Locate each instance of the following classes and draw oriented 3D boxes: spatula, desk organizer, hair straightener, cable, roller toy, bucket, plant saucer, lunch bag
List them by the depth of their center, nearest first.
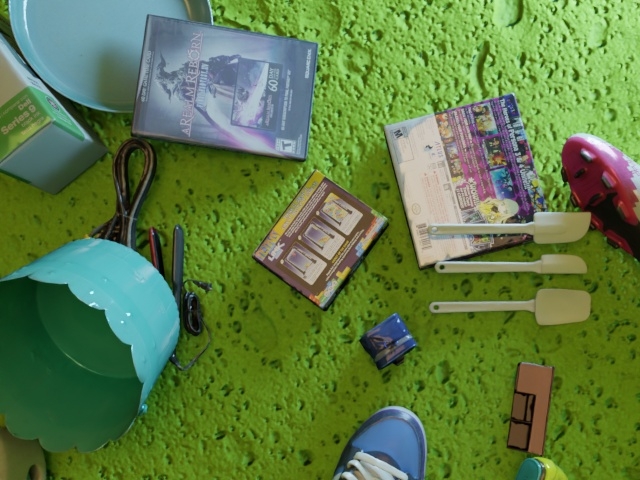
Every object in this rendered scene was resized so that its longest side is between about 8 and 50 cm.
[{"bbox_3d":[-0.345,0.141,1.289,0.281,0.183,0.281,6,113,14],"label":"bucket"},{"bbox_3d":[0.306,0.245,1.324,0.050,0.047,0.130,8,81,9],"label":"desk organizer"},{"bbox_3d":[0.102,0.153,1.333,0.067,0.098,0.065,-33,81,-6],"label":"lunch bag"},{"bbox_3d":[-0.515,0.350,1.338,0.209,0.146,0.191,-30,70,6],"label":"roller toy"},{"bbox_3d":[0.280,0.044,1.346,0.241,0.019,0.168,-2,102,0],"label":"spatula"},{"bbox_3d":[-0.211,0.085,1.400,0.089,0.047,0.231,-8,75,3],"label":"hair straightener"},{"bbox_3d":[-0.316,-0.017,1.402,0.139,0.072,0.287,27,94,16],"label":"cable"},{"bbox_3d":[-0.328,-0.350,1.434,0.317,0.043,0.318,4,79,-21],"label":"plant saucer"}]

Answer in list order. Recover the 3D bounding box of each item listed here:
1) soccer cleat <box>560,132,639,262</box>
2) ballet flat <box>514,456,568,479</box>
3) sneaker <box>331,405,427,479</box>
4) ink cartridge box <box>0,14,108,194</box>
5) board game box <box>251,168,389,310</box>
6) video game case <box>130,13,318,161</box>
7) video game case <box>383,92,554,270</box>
[{"bbox_3d":[0.492,-0.036,1.334,0.143,0.116,0.331,-30,76,-23],"label":"soccer cleat"},{"bbox_3d":[0.281,0.417,1.283,0.077,0.077,0.231,27,92,-27],"label":"ballet flat"},{"bbox_3d":[0.051,0.380,1.229,0.130,0.236,0.323,27,84,9],"label":"sneaker"},{"bbox_3d":[-0.488,-0.231,1.398,0.121,0.211,0.289,-39,79,2],"label":"ink cartridge box"},{"bbox_3d":[0.000,0.000,1.396,0.141,0.048,0.170,36,86,12],"label":"board game box"},{"bbox_3d":[-0.147,-0.238,1.423,0.274,0.026,0.196,8,81,-11],"label":"video game case"},{"bbox_3d":[0.224,-0.090,1.391,0.210,0.042,0.232,-15,79,3],"label":"video game case"}]
